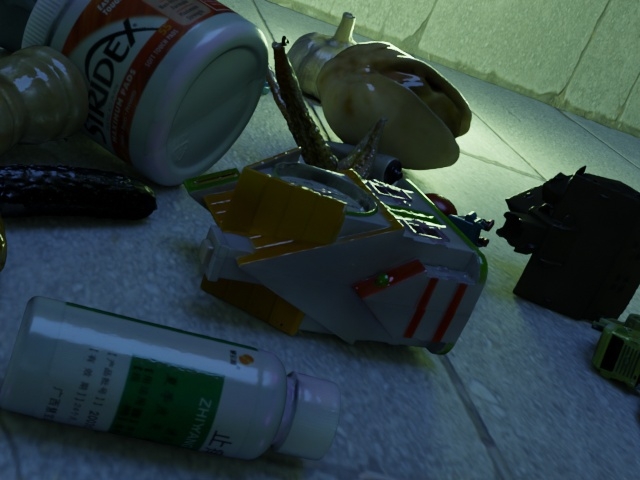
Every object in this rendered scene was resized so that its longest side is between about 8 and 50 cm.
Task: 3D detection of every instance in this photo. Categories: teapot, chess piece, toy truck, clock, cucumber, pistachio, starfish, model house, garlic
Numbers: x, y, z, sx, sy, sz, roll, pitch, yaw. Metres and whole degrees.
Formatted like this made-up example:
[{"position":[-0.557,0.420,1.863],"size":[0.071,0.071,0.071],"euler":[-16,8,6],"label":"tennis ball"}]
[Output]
[{"position":[-0.436,-0.344,1.430],"size":[0.149,0.162,0.239],"euler":[39,-5,17],"label":"teapot"},{"position":[-0.419,-0.138,0.995],"size":[0.137,0.137,0.301],"euler":[30,34,18],"label":"chess piece"},{"position":[0.433,0.144,1.213],"size":[0.100,0.077,0.169],"euler":[23,19,28],"label":"toy truck"},{"position":[0.000,0.000,0.990],"size":[0.310,0.166,0.235],"euler":[10,24,-27],"label":"clock"},{"position":[-0.282,-0.055,0.975],"size":[0.245,0.067,0.067],"euler":[-4,34,-47],"label":"cucumber"},{"position":[0.142,-0.258,1.696],"size":[0.321,0.229,0.238],"euler":[27,-22,-7],"label":"pistachio"},{"position":[0.034,-0.138,1.320],"size":[0.383,0.132,0.398],"euler":[57,13,-12],"label":"starfish"},{"position":[0.363,-0.014,1.338],"size":[0.243,0.211,0.204],"euler":[9,23,-33],"label":"model house"},{"position":[0.032,-0.440,2.035],"size":[0.219,0.212,0.218],"euler":[20,27,-11],"label":"garlic"}]

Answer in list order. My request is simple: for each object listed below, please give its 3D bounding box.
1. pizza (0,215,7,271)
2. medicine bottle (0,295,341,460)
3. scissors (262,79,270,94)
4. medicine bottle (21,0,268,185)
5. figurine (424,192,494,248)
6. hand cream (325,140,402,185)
[{"position":[-0.436,-0.063,0.777],"size":[0.288,0.074,0.251],"euler":[9,34,-29],"label":"pizza"},{"position":[-0.114,0.117,0.690],"size":[0.260,0.095,0.095],"euler":[15,22,-16],"label":"medicine bottle"},{"position":[-0.228,-0.380,1.871],"size":[0.256,0.030,0.125],"euler":[22,19,-8],"label":"scissors"},{"position":[-0.233,-0.235,1.180],"size":[0.241,0.252,0.252],"euler":[34,23,16],"label":"medicine bottle"},{"position":[0.212,-0.031,1.431],"size":[0.140,0.068,0.075],"euler":[25,23,24],"label":"figurine"},{"position":[0.076,-0.152,1.607],"size":[0.186,0.054,0.087],"euler":[28,12,34],"label":"hand cream"}]
